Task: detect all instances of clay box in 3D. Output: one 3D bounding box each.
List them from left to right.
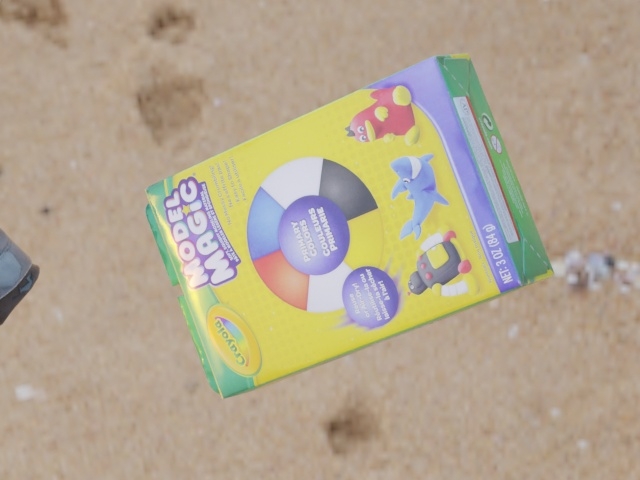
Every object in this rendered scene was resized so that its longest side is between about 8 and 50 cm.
[{"bbox_3d":[0.000,0.000,1.012,0.222,0.127,0.053,-23,-5,27],"label":"clay box"}]

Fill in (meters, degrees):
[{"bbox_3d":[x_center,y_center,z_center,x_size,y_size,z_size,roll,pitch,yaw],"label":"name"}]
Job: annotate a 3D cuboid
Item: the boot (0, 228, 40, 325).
[{"bbox_3d":[-0.239,-0.062,1.149,0.118,0.223,0.338,-23,13,39],"label":"boot"}]
